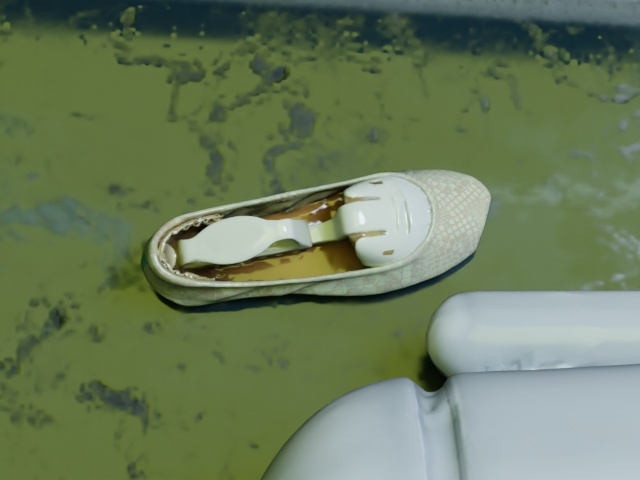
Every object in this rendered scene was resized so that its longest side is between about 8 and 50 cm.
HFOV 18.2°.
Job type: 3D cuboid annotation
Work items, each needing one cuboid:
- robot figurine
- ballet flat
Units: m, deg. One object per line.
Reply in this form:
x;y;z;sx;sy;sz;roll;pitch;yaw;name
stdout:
0.115;0.150;0.821;0.353;0.200;0.300;-4;55;0;robot figurine
0.000;0.000;0.927;0.168;0.052;0.057;-13;79;-2;ballet flat
